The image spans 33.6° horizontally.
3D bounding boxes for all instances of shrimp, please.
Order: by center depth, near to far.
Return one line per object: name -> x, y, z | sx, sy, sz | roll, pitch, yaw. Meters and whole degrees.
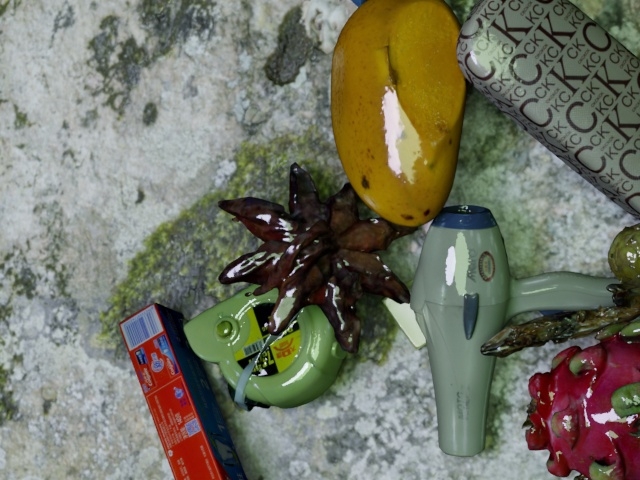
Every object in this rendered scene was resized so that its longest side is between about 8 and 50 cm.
shrimp -> 0.275, 0.084, 1.150 | 0.195, 0.148, 0.035 | -13, 74, -9

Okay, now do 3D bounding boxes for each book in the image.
book -> 0.142, 0.076, 1.323 | 0.111, 0.014, 0.077 | -35, 81, 10

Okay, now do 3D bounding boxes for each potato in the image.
potato -> 0.429, 0.033, 1.180 | 0.225, 0.117, 0.090 | 13, 82, -9

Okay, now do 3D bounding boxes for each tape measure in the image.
tape measure -> -0.053, 0.125, 1.328 | 0.200, 0.106, 0.175 | -32, 67, 9

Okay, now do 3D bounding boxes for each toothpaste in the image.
toothpaste -> -0.161, 0.232, 1.322 | 0.066, 0.076, 0.321 | -30, 64, 12

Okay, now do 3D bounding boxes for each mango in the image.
mango -> 0.092, -0.150, 1.245 | 0.159, 0.191, 0.291 | 5, 71, -20

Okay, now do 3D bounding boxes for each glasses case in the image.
glasses case -> 0.310, -0.152, 1.198 | 0.354, 0.085, 0.137 | 37, 86, -11

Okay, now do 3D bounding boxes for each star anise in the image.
star anise -> 0.000, 0.000, 1.261 | 0.271, 0.102, 0.272 | 5, 59, -9

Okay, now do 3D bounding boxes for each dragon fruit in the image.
dragon fruit -> 0.365, 0.184, 1.183 | 0.198, 0.272, 0.219 | 20, 111, 55

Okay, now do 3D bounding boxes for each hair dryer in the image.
hair dryer -> 0.232, 0.130, 1.259 | 0.298, 0.119, 0.296 | 19, 102, -4

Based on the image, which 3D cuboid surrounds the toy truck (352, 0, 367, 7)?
toy truck -> 0.137, -0.446, 1.255 | 0.146, 0.175, 0.367 | 45, 98, 13
